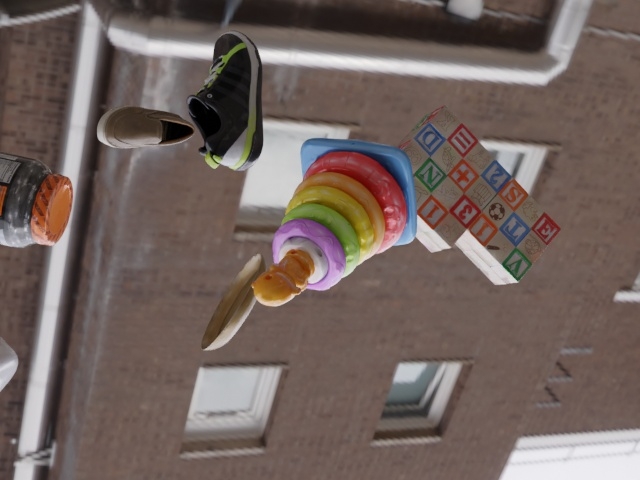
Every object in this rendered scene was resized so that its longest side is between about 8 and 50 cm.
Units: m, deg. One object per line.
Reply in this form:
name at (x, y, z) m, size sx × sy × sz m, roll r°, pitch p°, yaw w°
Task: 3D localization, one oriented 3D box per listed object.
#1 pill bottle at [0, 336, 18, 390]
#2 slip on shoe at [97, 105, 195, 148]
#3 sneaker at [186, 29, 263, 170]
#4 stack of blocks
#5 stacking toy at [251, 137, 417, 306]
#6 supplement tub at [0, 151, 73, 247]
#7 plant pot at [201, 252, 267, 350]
pill bottle at (-0.703, 0.126, 1.516) m, size 0.408 × 0.229 × 0.229 m, roll 44°, pitch -149°, yaw 3°
slip on shoe at (-0.210, -0.135, 1.159) m, size 0.041 × 0.051 × 0.135 m, roll 16°, pitch -169°, yaw 33°
sneaker at (-0.138, -0.206, 1.336) m, size 0.097 × 0.084 × 0.234 m, roll 10°, pitch -123°, yaw -33°
stack of blocks at (0.241, -0.058, 1.614) m, size 0.297 × 0.171 × 0.087 m, roll 45°, pitch 165°, yaw -9°
stacking toy at (0.000, 0.000, 1.267) m, size 0.175 × 0.165 × 0.302 m, roll 9°, pitch -145°, yaw 25°
supplement tub at (-0.749, -0.102, 2.149) m, size 0.338 × 0.207 × 0.207 m, roll 13°, pitch -153°, yaw 4°
plant pot at (-0.176, 0.134, 1.999) m, size 0.032 × 0.236 × 0.236 m, roll 33°, pitch -155°, yaw -13°
